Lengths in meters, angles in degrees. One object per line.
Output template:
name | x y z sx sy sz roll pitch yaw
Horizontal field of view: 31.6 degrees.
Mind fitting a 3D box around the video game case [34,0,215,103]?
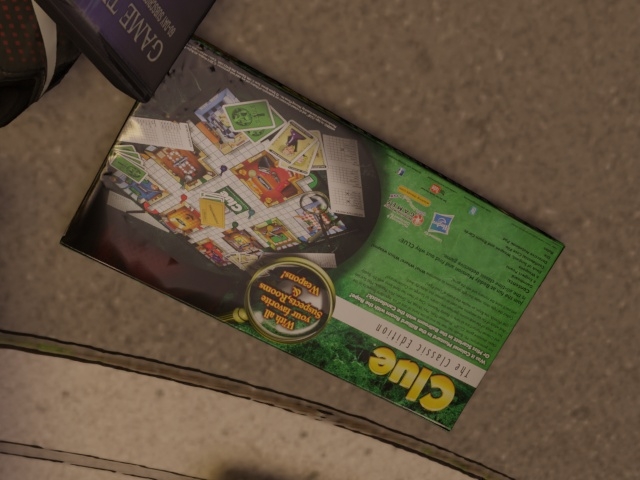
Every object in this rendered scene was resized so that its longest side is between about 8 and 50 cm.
video game case | -0.033 -0.205 0.470 0.026 0.196 0.274 32 84 14

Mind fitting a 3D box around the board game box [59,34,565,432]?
board game box | 0.000 0.000 0.647 0.259 0.030 0.136 28 97 -17

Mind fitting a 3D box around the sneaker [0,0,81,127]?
sneaker | -0.155 -0.133 0.450 0.097 0.276 0.135 30 74 15
